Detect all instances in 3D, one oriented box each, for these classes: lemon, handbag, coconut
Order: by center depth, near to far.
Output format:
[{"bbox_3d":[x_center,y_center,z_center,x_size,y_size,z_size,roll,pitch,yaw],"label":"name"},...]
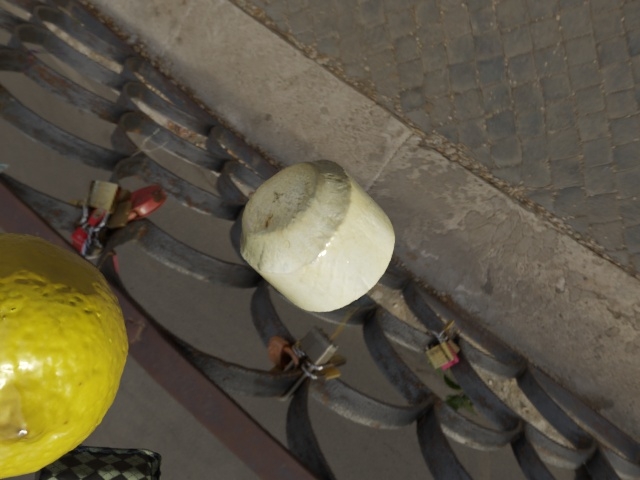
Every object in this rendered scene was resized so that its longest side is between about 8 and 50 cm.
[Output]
[{"bbox_3d":[-0.419,0.144,0.722,0.336,0.336,0.335,2,96,19],"label":"lemon"},{"bbox_3d":[0.000,0.000,0.797,0.202,0.222,0.202,-22,48,26],"label":"coconut"},{"bbox_3d":[-0.632,0.713,1.418,0.317,0.180,0.416,16,121,-27],"label":"handbag"}]
